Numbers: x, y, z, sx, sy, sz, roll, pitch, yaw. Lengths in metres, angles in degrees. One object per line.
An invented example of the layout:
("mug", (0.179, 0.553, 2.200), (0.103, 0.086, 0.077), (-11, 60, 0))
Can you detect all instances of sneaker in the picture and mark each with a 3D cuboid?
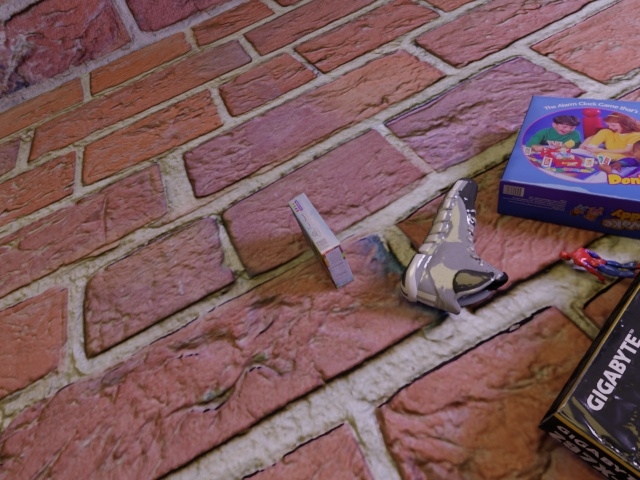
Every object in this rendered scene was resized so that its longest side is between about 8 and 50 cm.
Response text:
("sneaker", (0.227, 0.014, 0.640), (0.132, 0.086, 0.228), (23, 71, 27))

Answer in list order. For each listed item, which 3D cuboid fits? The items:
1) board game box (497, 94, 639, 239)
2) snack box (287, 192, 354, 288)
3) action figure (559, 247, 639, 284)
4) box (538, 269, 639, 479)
("board game box", (0.488, -0.117, 0.658), (0.347, 0.078, 0.233), (15, 57, 28))
("snack box", (0.000, 0.000, 0.703), (0.037, 0.100, 0.141), (-28, 49, -5))
("action figure", (0.398, 0.037, 0.590), (0.115, 0.030, 0.038), (21, 55, 24))
("box", (0.436, 0.151, 0.434), (0.257, 0.079, 0.322), (37, 69, 29))
